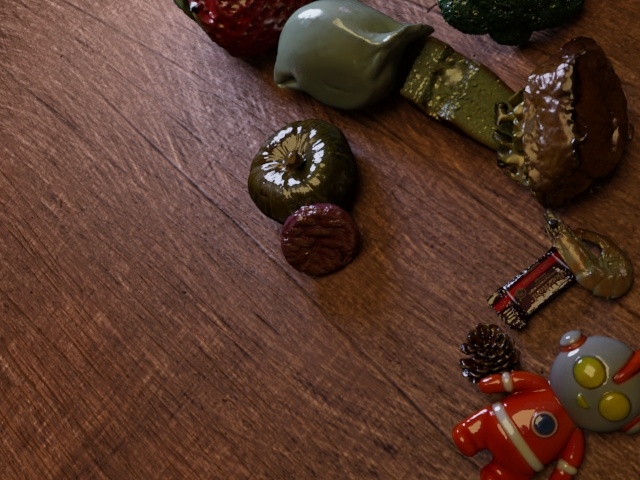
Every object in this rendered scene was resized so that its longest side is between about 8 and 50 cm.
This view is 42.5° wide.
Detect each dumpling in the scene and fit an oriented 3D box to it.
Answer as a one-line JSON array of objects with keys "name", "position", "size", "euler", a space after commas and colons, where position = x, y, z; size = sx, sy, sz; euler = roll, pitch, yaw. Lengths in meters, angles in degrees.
[{"name": "dumpling", "position": [0.051, -0.353, 1.585], "size": [0.320, 0.270, 0.212], "euler": [28, 105, 26]}]

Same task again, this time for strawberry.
[{"name": "strawberry", "position": [-0.152, -0.551, 1.720], "size": [0.310, 0.291, 0.292], "euler": [-45, 57, 11]}]

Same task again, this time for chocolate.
[{"name": "chocolate", "position": [0.362, 0.070, 1.348], "size": [0.182, 0.028, 0.086], "euler": [-42, 54, 2]}]

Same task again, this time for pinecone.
[{"name": "pinecone", "position": [0.269, 0.181, 1.301], "size": [0.102, 0.109, 0.102], "euler": [-1, 58, 2]}]

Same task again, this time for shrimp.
[{"name": "shrimp", "position": [0.423, 0.014, 1.308], "size": [0.099, 0.041, 0.180], "euler": [-37, 73, -14]}]

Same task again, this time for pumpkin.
[{"name": "pumpkin", "position": [-0.038, -0.124, 1.552], "size": [0.218, 0.162, 0.219], "euler": [-8, 65, 19]}]

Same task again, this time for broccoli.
[{"name": "broccoli", "position": [0.334, -0.483, 1.496], "size": [0.269, 0.254, 0.269], "euler": [-11, 29, 6]}]

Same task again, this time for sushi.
[{"name": "sushi", "position": [0.401, -0.198, 1.365], "size": [0.179, 0.166, 0.297], "euler": [-179, 85, -67]}]

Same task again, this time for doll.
[{"name": "doll", "position": [0.364, 0.249, 1.223], "size": [0.336, 0.105, 0.200], "euler": [-35, 81, 11]}]

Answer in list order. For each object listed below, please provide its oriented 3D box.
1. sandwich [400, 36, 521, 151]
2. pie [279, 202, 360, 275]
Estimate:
[{"name": "sandwich", "position": [0.268, -0.251, 1.473], "size": [0.235, 0.128, 0.122], "euler": [36, 96, 34]}, {"name": "pie", "position": [0.000, 0.000, 1.500], "size": [0.154, 0.154, 0.036], "euler": [-25, 31, 15]}]
